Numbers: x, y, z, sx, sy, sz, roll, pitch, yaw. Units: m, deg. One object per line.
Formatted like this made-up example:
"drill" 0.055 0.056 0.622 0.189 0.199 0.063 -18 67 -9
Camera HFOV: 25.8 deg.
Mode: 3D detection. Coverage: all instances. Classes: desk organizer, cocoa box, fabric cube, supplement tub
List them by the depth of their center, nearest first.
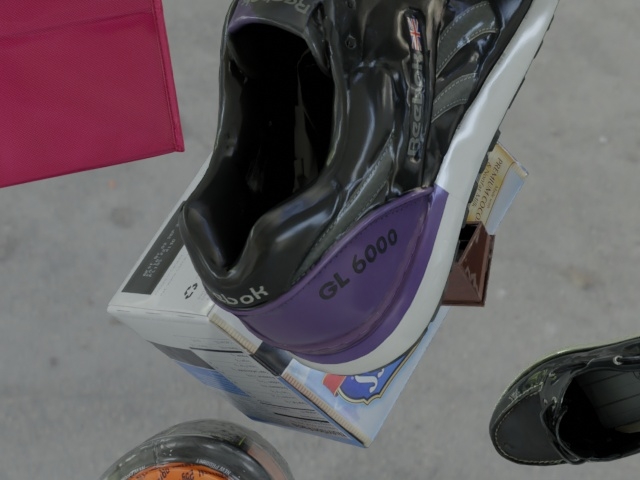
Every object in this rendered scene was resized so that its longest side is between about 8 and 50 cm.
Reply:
"desk organizer" 0.029 0.006 0.806 0.130 0.050 0.047 1 63 22
"fabric cube" -0.279 -0.205 1.167 0.258 0.259 0.254 -13 28 -12
"supplement tub" -0.125 0.288 1.389 0.207 0.338 0.207 0 86 1
"cocoa box" 0.000 0.000 1.430 0.231 0.228 0.347 1 54 58

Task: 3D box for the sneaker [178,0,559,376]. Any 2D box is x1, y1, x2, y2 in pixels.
"sneaker" 0.024 -0.093 0.584 0.107 0.124 0.283 5 72 31

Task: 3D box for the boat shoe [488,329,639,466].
"boat shoe" 0.297 0.185 1.511 0.113 0.340 0.127 -40 102 -47
